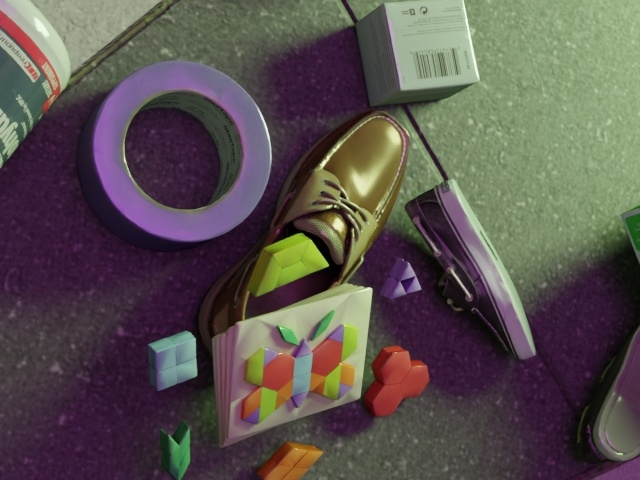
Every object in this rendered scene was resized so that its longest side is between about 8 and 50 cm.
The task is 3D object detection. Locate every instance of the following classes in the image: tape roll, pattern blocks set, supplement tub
[{"bbox_3d":[-0.151,-0.086,1.612,0.189,0.080,0.189,4,80,-21],"label":"tape roll"},{"bbox_3d":[-0.025,0.125,1.569,0.325,0.026,0.285,-28,129,-25],"label":"pattern blocks set"},{"bbox_3d":[-0.383,-0.119,1.468,0.191,0.191,0.272,39,71,-11],"label":"supplement tub"}]

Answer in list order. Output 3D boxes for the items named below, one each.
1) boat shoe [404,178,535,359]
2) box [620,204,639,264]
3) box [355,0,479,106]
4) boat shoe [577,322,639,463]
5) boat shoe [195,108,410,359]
[{"bbox_3d":[0.166,0.040,1.723,0.070,0.078,0.219,-27,96,12],"label":"boat shoe"},{"bbox_3d":[0.505,0.025,1.783,0.262,0.127,0.231,-23,92,-39],"label":"box"},{"bbox_3d":[0.106,-0.208,1.724,0.101,0.087,0.102,-9,84,-22],"label":"box"},{"bbox_3d":[0.360,0.158,1.773,0.081,0.068,0.228,41,62,-6],"label":"boat shoe"},{"bbox_3d":[0.000,0.000,1.634,0.122,0.120,0.324,38,71,-12],"label":"boat shoe"}]
